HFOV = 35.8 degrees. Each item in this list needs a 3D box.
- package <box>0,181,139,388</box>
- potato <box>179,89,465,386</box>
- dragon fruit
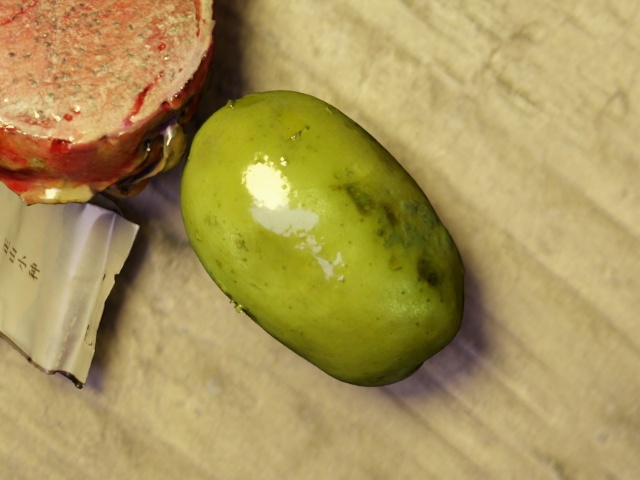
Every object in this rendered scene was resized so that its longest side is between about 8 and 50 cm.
[{"bbox_3d":[-0.320,0.025,1.116,0.251,0.062,0.204,27,104,26],"label":"package"},{"bbox_3d":[0.002,-0.002,0.932,0.304,0.216,0.216,38,106,-4],"label":"potato"},{"bbox_3d":[-0.243,-0.153,0.972,0.314,0.263,0.296,1,66,-16],"label":"dragon fruit"}]
